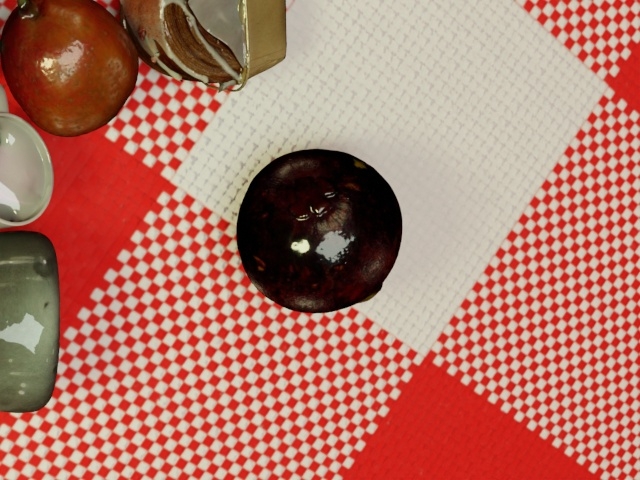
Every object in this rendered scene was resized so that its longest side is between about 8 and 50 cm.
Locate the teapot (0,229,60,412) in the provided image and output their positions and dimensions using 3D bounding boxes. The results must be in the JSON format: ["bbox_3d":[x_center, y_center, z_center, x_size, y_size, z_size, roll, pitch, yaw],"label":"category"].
[{"bbox_3d":[-0.477,0.111,1.668,0.285,0.305,0.223,2,66,-18],"label":"teapot"}]

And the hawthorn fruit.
[{"bbox_3d":[-0.308,-0.222,1.630,0.169,0.169,0.188,-39,147,-11],"label":"hawthorn fruit"}]

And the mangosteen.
[{"bbox_3d":[0.000,0.000,1.832,0.228,0.228,0.265,-35,155,-12],"label":"mangosteen"}]

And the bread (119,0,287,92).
[{"bbox_3d":[-0.148,-0.299,1.716,0.212,0.142,0.224,-13,109,-36],"label":"bread"}]

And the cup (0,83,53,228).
[{"bbox_3d":[-0.425,-0.092,1.625,0.134,0.142,0.173,-44,118,-49],"label":"cup"}]
